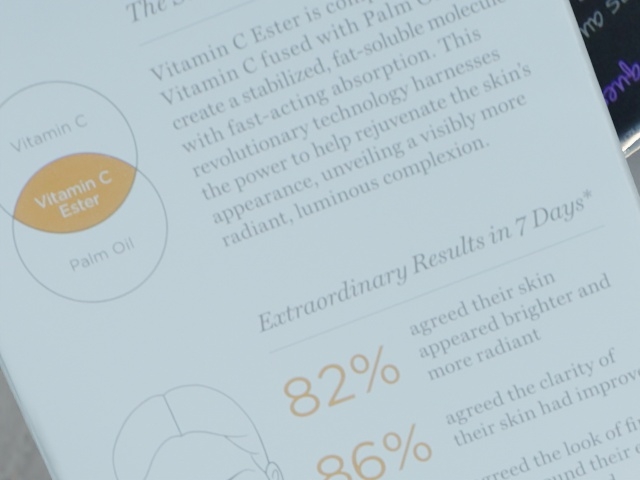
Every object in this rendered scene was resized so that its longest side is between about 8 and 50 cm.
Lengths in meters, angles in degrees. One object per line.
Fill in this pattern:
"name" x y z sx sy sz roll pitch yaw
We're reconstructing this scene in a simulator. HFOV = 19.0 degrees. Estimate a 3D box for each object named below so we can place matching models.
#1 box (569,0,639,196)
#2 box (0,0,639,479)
"box" 0.076 -0.147 0.578 0.143 0.165 0.270 -37 71 16
"box" 0.000 0.000 0.409 0.130 0.091 0.170 -21 102 4
